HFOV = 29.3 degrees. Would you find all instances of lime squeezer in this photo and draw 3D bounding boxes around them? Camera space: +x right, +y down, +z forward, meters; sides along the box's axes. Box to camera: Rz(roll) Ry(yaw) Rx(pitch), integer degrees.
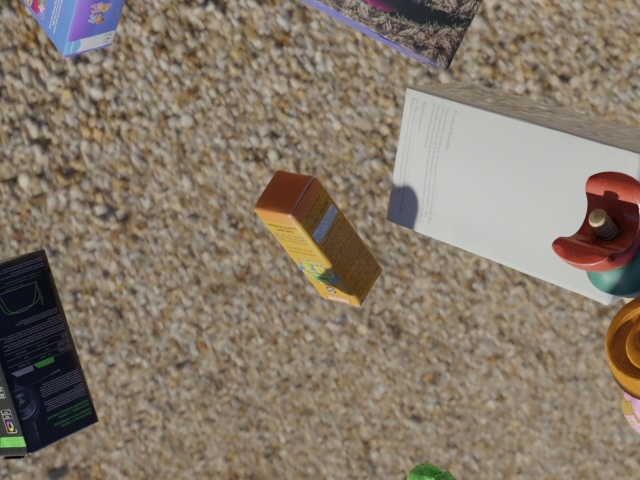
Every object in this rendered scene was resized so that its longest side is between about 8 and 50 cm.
[{"bbox_3d":[0.171,0.381,1.735,0.058,0.310,0.110,4,96,-38],"label":"lime squeezer"}]

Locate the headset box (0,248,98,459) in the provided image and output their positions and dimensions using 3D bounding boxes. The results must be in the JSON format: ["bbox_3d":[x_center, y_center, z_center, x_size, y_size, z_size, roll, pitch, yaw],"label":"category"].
[{"bbox_3d":[-0.473,0.177,1.765,0.131,0.246,0.283,-23,99,-46],"label":"headset box"}]

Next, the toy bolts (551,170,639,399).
[{"bbox_3d":[0.331,0.057,1.136,0.218,0.228,0.158,-55,132,-7],"label":"toy bolts"}]

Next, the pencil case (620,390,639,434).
[{"bbox_3d":[0.550,0.244,1.795,0.160,0.167,0.386,-13,174,3],"label":"pencil case"}]

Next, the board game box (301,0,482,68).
[{"bbox_3d":[0.098,-0.376,1.379,0.232,0.141,0.291,25,97,-12],"label":"board game box"}]

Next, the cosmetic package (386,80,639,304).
[{"bbox_3d":[0.296,-0.080,1.724,0.156,0.385,0.217,-15,121,-49],"label":"cosmetic package"}]

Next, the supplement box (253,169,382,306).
[{"bbox_3d":[0.000,0.000,1.776,0.233,0.078,0.080,50,61,-43],"label":"supplement box"}]

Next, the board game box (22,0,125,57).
[{"bbox_3d":[-0.316,-0.435,1.523,0.078,0.233,0.347,-23,156,-36],"label":"board game box"}]
